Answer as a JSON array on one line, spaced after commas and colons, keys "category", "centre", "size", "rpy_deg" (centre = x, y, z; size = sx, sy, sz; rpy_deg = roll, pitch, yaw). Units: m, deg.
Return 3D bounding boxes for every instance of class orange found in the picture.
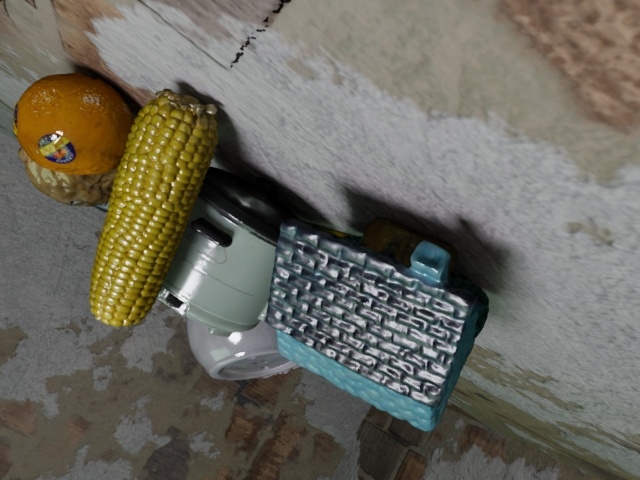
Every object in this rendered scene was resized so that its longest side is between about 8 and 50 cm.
[{"category": "orange", "centre": [-0.381, -0.179, 0.830], "size": [0.178, 0.155, 0.177], "rpy_deg": [-6, 168, -1]}]

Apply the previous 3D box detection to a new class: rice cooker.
[{"category": "rice cooker", "centre": [-0.142, 0.003, 0.835], "size": [0.241, 0.227, 0.280], "rpy_deg": [35, -172, 7]}]

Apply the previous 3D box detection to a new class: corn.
[{"category": "corn", "centre": [-0.218, -0.039, 0.673], "size": [0.106, 0.305, 0.106], "rpy_deg": [22, -174, -3]}]

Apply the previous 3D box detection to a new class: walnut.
[{"category": "walnut", "centre": [-0.474, -0.163, 1.040], "size": [0.198, 0.198, 0.245], "rpy_deg": [30, 174, 5]}]

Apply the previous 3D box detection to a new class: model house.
[{"category": "model house", "centre": [0.066, 0.044, 0.643], "size": [0.262, 0.225, 0.241], "rpy_deg": [22, 149, 23]}]

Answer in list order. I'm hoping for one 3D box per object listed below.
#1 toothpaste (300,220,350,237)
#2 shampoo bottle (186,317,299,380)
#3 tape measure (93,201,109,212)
[{"category": "toothpaste", "centre": [0.000, 0.000, 0.913], "size": [0.179, 0.037, 0.043], "rpy_deg": [17, 164, 46]}, {"category": "shampoo bottle", "centre": [-0.146, 0.143, 1.128], "size": [0.273, 0.266, 0.273], "rpy_deg": [-9, 152, -5]}, {"category": "tape measure", "centre": [-0.622, -0.183, 1.394], "size": [0.275, 0.147, 0.256], "rpy_deg": [41, 164, -31]}]
